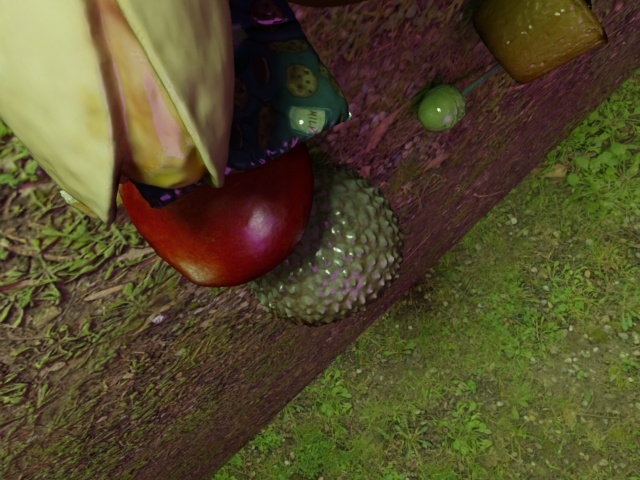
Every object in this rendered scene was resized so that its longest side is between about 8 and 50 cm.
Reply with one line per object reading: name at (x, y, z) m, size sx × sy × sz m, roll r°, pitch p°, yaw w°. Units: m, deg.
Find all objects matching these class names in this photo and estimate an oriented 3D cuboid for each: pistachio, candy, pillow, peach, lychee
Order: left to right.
pistachio at (-0.152, -0.161, 0.334) m, size 0.187 × 0.187 × 0.299 m, roll -28°, pitch 115°, yaw -29°
pillow at (-0.104, -0.158, 0.496) m, size 0.256 × 0.189 × 0.034 m, roll -31°, pitch -179°, yaw -27°
peach at (-0.118, -0.060, 0.594) m, size 0.243 × 0.243 × 0.199 m, roll -25°, pitch -164°, yaw -35°
lychee at (-0.001, 0.000, 0.856) m, size 0.300 × 0.300 × 0.300 m, roll -34°, pitch 157°, yaw -17°
candy at (0.324, -0.327, 1.035) m, size 0.335 × 0.092 × 0.093 m, roll -38°, pitch 122°, yaw -27°

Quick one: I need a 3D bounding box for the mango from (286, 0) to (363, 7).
mango at (0.003, -0.266, 0.383) m, size 0.195 × 0.142 × 0.331 m, roll -3°, pitch -164°, yaw 6°

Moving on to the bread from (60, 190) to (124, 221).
bread at (-0.263, -0.060, 0.609) m, size 0.083 × 0.035 × 0.070 m, roll -35°, pitch 158°, yaw 2°

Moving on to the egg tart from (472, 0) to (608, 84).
egg tart at (0.369, -0.382, 0.845) m, size 0.171 × 0.215 × 0.215 m, roll -37°, pitch 164°, yaw 33°
